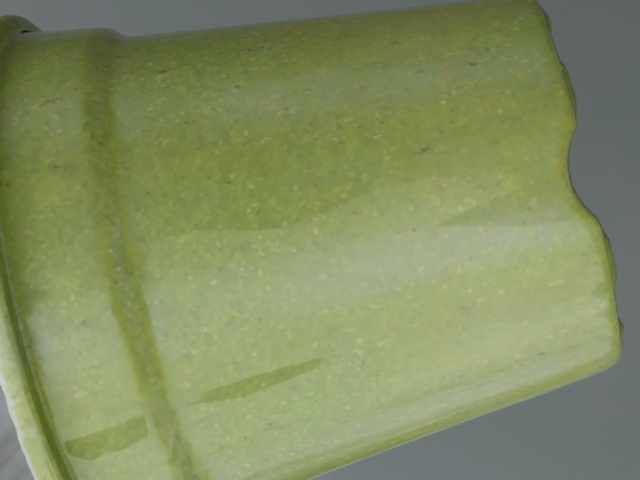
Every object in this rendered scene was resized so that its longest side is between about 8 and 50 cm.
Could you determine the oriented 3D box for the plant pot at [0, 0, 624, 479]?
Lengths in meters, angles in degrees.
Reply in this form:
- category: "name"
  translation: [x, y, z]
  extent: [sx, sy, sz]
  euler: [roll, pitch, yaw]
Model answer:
- category: "plant pot"
  translation: [0.000, 0.000, 0.735]
  extent: [0.276, 0.254, 0.276]
  euler: [-13, -90, -84]
